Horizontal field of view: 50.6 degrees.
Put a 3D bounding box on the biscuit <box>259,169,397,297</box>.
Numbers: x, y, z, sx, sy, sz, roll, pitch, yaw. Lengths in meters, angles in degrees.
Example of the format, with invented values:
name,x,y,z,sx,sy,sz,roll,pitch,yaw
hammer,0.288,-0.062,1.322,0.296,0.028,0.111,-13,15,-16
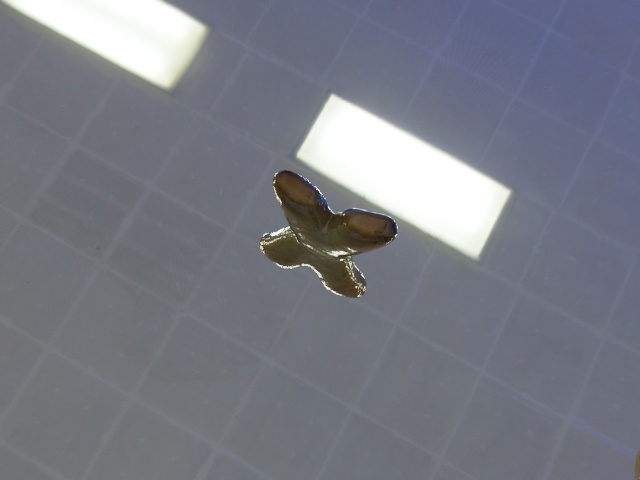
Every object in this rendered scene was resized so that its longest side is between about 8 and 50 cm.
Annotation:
name,x,y,z,sx,sy,sz,roll,pitch,yaw
biscuit,0.001,0.001,0.867,0.164,0.208,0.047,28,-117,4

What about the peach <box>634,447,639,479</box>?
name,x,y,z,sx,sy,sz,roll,pitch,yaw
peach,0.473,0.291,0.744,0.251,0.251,0.153,37,-72,6
